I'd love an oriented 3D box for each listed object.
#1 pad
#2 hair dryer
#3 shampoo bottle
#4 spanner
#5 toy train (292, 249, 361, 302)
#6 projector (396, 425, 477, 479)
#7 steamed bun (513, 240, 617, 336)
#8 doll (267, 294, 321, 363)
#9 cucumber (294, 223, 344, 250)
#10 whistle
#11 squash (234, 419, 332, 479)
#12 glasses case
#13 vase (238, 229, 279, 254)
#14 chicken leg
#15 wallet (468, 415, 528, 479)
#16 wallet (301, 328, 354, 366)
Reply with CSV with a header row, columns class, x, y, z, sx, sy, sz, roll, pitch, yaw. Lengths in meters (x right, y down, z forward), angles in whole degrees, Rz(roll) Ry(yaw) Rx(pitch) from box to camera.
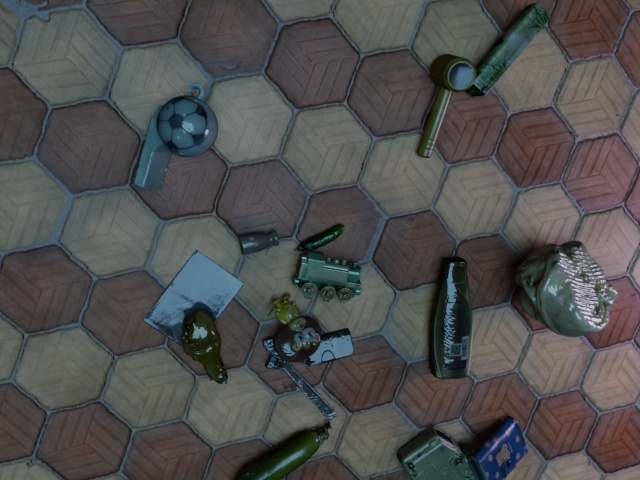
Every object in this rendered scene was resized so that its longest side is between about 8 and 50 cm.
class,x,y,z,sx,sy,sz,roll,pitch,yaw
pad,-0.343,0.166,1.727,0.164,0.004,0.243,37,91,-16
hair dryer,0.323,-0.352,1.705,0.090,0.135,0.278,13,108,-13
shampoo bottle,0.380,0.223,1.842,0.126,0.084,0.349,-3,101,-13
spanner,-0.059,0.396,1.819,0.093,0.026,0.325,-41,107,-3
toy train,0.024,0.099,1.740,0.194,0.080,0.125,9,113,-11
projector,0.377,0.699,1.931,0.194,0.088,0.269,-36,106,0
steamed bun,0.677,0.155,1.824,0.268,0.207,0.280,-33,86,-43
doll,-0.077,0.247,1.738,0.188,0.096,0.145,49,55,-12
cucumber,0.000,0.000,1.748,0.155,0.037,0.037,-26,105,-5
whistle,-0.339,-0.247,1.572,0.164,0.163,0.289,16,98,-14
squash,-0.103,0.623,1.823,0.332,0.087,0.087,-31,105,-6
glasses case,0.493,-0.510,1.719,0.062,0.095,0.272,40,90,-14
vase,-0.164,0.003,1.707,0.101,0.053,0.053,-13,103,-13
chicken leg,-0.313,0.296,1.719,0.103,0.088,0.227,-20,113,-19
wallet,0.540,0.645,1.929,0.202,0.059,0.141,-33,110,-32
wallet,0.015,0.304,1.810,0.157,0.018,0.082,-11,82,-9
